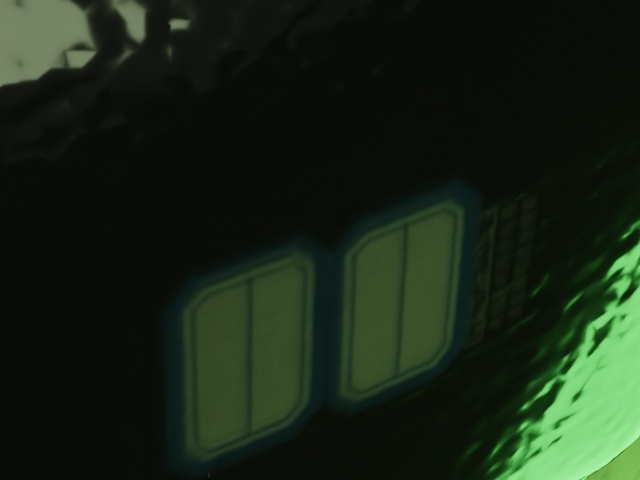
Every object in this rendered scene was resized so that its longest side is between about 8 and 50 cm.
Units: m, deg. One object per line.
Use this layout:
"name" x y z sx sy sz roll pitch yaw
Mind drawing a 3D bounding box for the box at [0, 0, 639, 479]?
"box" 0.000 0.000 0.606 0.350 0.091 0.359 -24 138 -23
